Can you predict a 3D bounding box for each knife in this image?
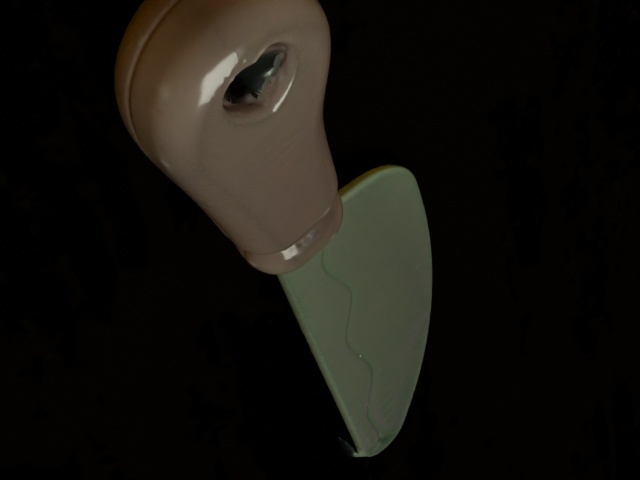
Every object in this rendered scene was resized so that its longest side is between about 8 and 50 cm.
[{"bbox_3d":[0.002,-0.002,0.715,0.081,0.043,0.336,-45,154,-9],"label":"knife"}]
